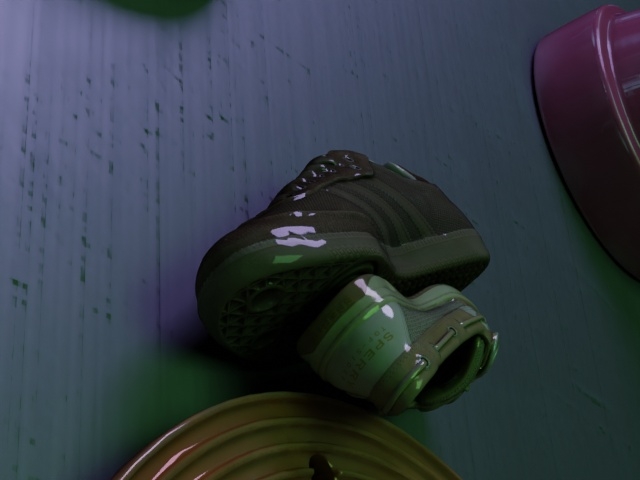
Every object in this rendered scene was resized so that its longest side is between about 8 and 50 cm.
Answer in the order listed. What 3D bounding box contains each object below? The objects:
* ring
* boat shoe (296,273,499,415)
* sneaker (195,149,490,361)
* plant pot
[{"bbox_3d":[0.019,0.212,0.386,0.336,0.032,0.336,37,40,-39],"label":"ring"},{"bbox_3d":[0.042,0.048,0.485,0.048,0.056,0.153,43,6,22],"label":"boat shoe"},{"bbox_3d":[0.000,0.000,0.496,0.071,0.066,0.188,53,24,19],"label":"sneaker"},{"bbox_3d":[0.275,-0.091,0.845,0.201,0.180,0.201,35,42,-40],"label":"plant pot"}]
